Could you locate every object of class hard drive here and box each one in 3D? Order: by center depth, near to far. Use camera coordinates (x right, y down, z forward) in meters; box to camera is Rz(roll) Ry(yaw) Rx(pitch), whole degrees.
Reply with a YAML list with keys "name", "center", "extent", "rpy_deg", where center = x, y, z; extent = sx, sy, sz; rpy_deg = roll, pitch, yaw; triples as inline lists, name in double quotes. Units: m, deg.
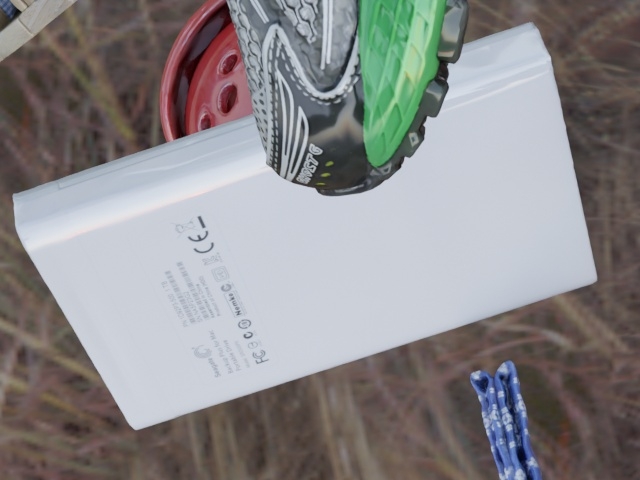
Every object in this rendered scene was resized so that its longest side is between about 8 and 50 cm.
- name: "hard drive"
  center: [0.000, 0.000, 1.026]
  extent: [0.307, 0.203, 0.040]
  rpy_deg: [-18, 47, 3]

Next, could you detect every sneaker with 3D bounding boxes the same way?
- name: "sneaker"
  center: [-0.044, -0.172, 0.490]
  extent: [0.146, 0.134, 0.344]
  rpy_deg: [-16, 107, 3]

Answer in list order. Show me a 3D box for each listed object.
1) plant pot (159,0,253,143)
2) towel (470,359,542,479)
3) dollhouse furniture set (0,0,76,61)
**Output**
- name: "plant pot"
  center: [-0.011, -0.085, 1.229]
  extent: [0.174, 0.191, 0.191]
  rpy_deg: [34, 109, 47]
- name: "towel"
  center: [0.171, 0.261, 1.093]
  extent: [0.040, 0.243, 0.336]
  rpy_deg: [-18, 65, 5]
- name: "dollhouse furniture set"
  center: [-0.113, -0.201, 0.795]
  extent: [0.129, 0.184, 0.129]
  rpy_deg: [48, 157, -13]
